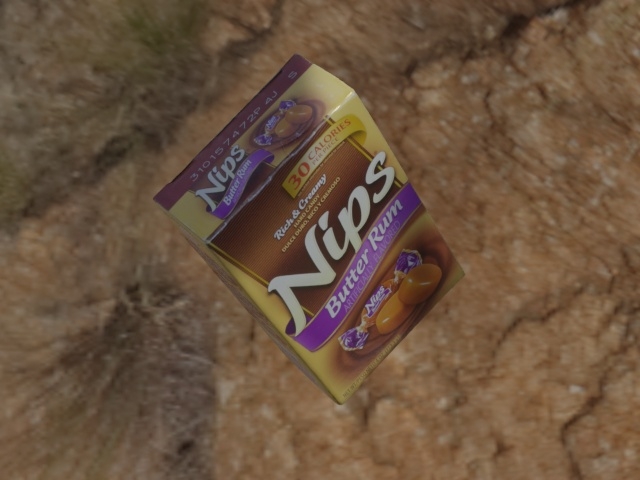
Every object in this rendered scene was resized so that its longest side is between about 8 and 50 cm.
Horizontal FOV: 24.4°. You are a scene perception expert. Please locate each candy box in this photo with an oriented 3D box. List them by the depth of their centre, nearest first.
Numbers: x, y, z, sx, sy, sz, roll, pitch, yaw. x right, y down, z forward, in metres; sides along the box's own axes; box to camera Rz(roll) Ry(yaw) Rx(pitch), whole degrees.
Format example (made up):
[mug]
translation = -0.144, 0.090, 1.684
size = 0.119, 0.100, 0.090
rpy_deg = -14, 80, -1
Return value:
[candy box]
translation = 0.000, 0.000, 0.802
size = 0.109, 0.186, 0.053
rpy_deg = -46, 50, -8
